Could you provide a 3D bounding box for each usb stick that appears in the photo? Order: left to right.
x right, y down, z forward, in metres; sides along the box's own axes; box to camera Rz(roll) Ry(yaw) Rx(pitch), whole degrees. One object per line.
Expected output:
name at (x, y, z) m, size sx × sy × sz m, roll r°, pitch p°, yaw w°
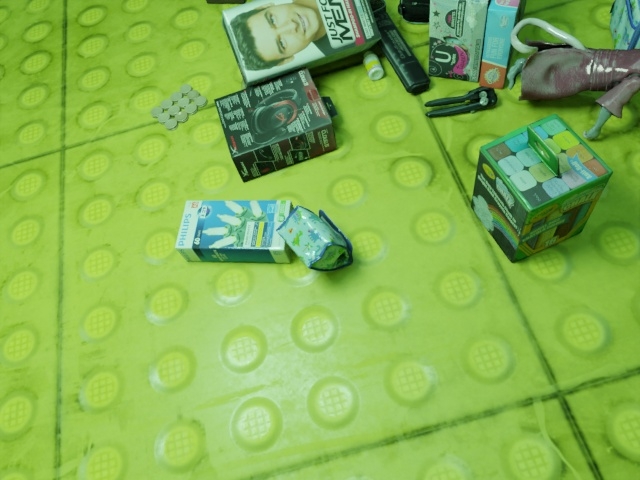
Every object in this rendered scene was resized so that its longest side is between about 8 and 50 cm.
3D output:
usb stick at (0.209, -0.516, 1.421) m, size 0.077 × 0.045 × 0.277 m, roll -20°, pitch 70°, yaw -17°

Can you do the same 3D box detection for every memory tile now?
memory tile at (-0.409, -0.386, 1.503) m, size 0.148 × 0.012 × 0.113 m, roll -43°, pitch 63°, yaw -15°

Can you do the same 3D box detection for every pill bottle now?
pill bottle at (0.145, -0.488, 1.447) m, size 0.044 × 0.043 × 0.083 m, roll -15°, pitch 60°, yaw 1°

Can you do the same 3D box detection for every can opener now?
can opener at (0.360, -0.351, 1.336) m, size 0.186 × 0.073 × 0.059 m, roll -15°, pitch 99°, yaw 5°

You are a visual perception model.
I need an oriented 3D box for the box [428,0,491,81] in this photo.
box at (0.361, -0.557, 1.331) m, size 0.142 × 0.247 × 0.163 m, roll 14°, pitch 65°, yaw 18°

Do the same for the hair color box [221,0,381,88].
hair color box at (-0.051, -0.554, 1.374) m, size 0.375 × 0.113 × 0.185 m, roll -21°, pitch 99°, yaw -8°

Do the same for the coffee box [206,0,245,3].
coffee box at (-0.295, -0.905, 1.720) m, size 0.141 × 0.098 × 0.246 m, roll 7°, pitch 63°, yaw 13°

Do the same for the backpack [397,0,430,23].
backpack at (0.359, -0.715, 1.435) m, size 0.254 × 0.225 × 0.190 m, roll 14°, pitch 70°, yaw 13°

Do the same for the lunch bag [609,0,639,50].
lunch bag at (0.799, -0.563, 1.300) m, size 0.090 × 0.176 × 0.218 m, roll 4°, pitch 63°, yaw 11°

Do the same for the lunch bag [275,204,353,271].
lunch bag at (0.000, 0.000, 1.146) m, size 0.096 × 0.151 × 0.128 m, roll -47°, pitch 63°, yaw 13°

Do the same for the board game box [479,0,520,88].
board game box at (0.483, -0.592, 1.333) m, size 0.064 × 0.242 × 0.316 m, roll 14°, pitch 64°, yaw 18°

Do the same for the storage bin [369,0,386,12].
storage bin at (0.104, -0.683, 1.539) m, size 0.122 × 0.084 × 0.180 m, roll -29°, pitch 60°, yaw -6°

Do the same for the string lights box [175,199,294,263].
string lights box at (-0.196, -0.021, 1.228) m, size 0.260 × 0.076 × 0.133 m, roll 0°, pitch 63°, yaw 10°

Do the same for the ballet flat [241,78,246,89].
ballet flat at (-0.089, -0.545, 1.478) m, size 0.349 × 0.123 × 0.123 m, roll -33°, pitch 61°, yaw -8°

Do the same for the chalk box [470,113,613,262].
chalk box at (0.437, -0.118, 1.051) m, size 0.179 × 0.289 × 0.180 m, roll -24°, pitch 61°, yaw -4°

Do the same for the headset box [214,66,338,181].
headset box at (-0.103, -0.307, 1.351) m, size 0.294 × 0.110 × 0.218 m, roll -20°, pitch 60°, yaw -2°

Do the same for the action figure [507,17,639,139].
action figure at (0.648, -0.406, 1.200) m, size 0.371 × 0.275 × 0.248 m, roll 11°, pitch 57°, yaw 31°
